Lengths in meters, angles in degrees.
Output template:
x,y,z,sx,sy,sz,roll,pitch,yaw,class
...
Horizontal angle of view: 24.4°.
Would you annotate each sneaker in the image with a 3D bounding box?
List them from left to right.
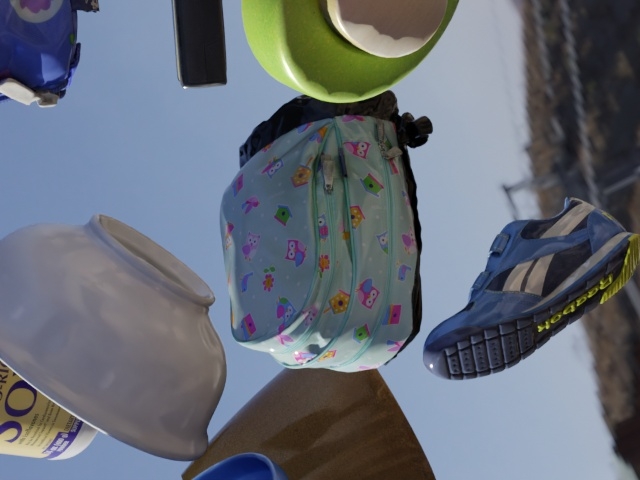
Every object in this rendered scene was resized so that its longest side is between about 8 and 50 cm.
x,y,z,sx,sy,sz,roll,pitch,yaw,class
0.112,0.027,0.835,0.059,0.144,0.053,50,162,30,sneaker

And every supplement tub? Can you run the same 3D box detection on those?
x,y,z,sx,sy,sz,roll,pitch,yaw,class
-0.464,0.157,1.962,0.331,0.241,0.241,12,-138,-33,supplement tub

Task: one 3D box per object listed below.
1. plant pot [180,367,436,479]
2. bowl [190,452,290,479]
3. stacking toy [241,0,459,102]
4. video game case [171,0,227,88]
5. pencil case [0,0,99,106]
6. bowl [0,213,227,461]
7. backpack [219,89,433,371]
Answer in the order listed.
x,y,z,sx,sy,sz,roll,pitch,yaw,class
-0.026,0.266,1.748,0.237,0.254,0.237,58,172,13,plant pot
-0.150,0.372,1.371,0.077,0.391,0.391,42,-164,-13,bowl
0.080,-0.193,0.681,0.130,0.309,0.279,38,156,40,stacking toy
-0.101,-0.255,1.119,0.248,0.035,0.275,-128,34,-81,video game case
-0.296,-0.112,0.932,0.133,0.306,0.119,63,154,16,pencil case
-0.194,0.067,1.406,0.298,0.134,0.298,35,-175,-4,bowl
0.000,0.000,0.989,0.115,0.152,0.182,9,-117,-29,backpack
